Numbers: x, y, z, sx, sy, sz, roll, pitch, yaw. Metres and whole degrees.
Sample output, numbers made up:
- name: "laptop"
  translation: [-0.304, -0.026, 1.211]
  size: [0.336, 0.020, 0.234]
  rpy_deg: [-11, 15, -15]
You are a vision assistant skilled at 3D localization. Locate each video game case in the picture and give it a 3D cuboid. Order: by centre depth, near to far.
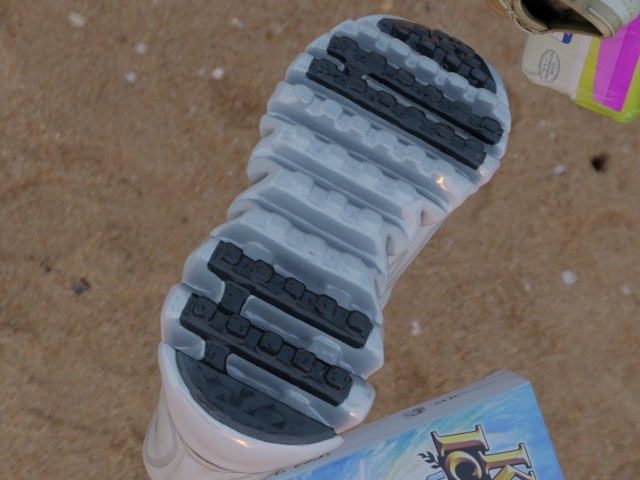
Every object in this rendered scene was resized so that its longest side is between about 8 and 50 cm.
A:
- name: "video game case"
  translation: [0.062, 0.253, 0.862]
  size: [0.244, 0.061, 0.270]
  rpy_deg: [-21, 95, -9]

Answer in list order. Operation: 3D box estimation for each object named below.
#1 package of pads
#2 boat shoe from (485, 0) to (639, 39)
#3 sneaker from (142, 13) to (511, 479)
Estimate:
- name: "package of pads"
  translation: [0.263, -0.249, 0.980]
  size: [0.101, 0.229, 0.296]
  rpy_deg: [26, 48, 18]
- name: "boat shoe"
  translation: [0.142, -0.149, 0.824]
  size: [0.048, 0.153, 0.056]
  rpy_deg: [-50, 120, -11]
- name: "sneaker"
  translation: [0.000, 0.000, 0.620]
  size: [0.110, 0.118, 0.292]
  rpy_deg: [32, 50, 2]
